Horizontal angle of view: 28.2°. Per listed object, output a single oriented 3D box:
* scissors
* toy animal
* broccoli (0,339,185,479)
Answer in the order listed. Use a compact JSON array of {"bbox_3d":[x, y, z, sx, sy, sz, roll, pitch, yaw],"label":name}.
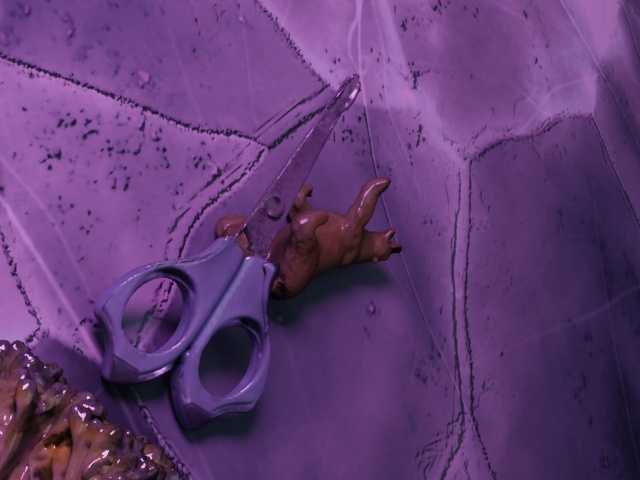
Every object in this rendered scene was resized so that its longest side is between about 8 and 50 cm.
[{"bbox_3d":[-0.057,-0.004,1.149,0.191,0.029,0.360,39,78,-33],"label":"scissors"},{"bbox_3d":[0.000,0.000,1.286,0.218,0.103,0.101,-28,115,-50],"label":"toy animal"},{"bbox_3d":[-0.201,0.230,0.901,0.245,0.288,0.248,-32,141,-33],"label":"broccoli"}]
